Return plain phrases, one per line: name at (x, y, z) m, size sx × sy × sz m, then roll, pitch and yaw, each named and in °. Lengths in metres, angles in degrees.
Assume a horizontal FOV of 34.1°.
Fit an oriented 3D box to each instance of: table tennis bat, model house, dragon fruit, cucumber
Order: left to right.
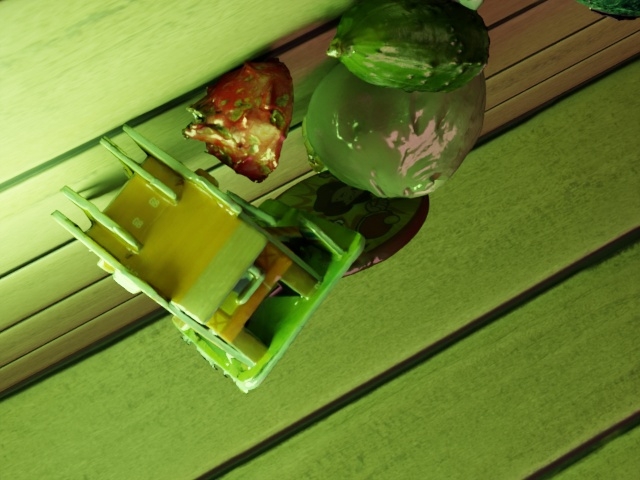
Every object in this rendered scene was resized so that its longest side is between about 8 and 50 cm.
model house at (-0.175, -0.027, 1.311) m, size 0.242 × 0.313 × 0.357 m, roll -50°, pitch -155°, yaw -6°
dragon fruit at (-0.104, -0.151, 1.217) m, size 0.111 × 0.153 × 0.153 m, roll 11°, pitch 154°, yaw -25°
table tennis bat at (0.000, 0.000, 1.548) m, size 0.268 × 0.051 × 0.415 m, roll 9°, pitch -140°, yaw 35°
cucumber at (0.089, -0.236, 1.251) m, size 0.134 × 0.134 × 0.244 m, roll -34°, pitch 168°, yaw 38°

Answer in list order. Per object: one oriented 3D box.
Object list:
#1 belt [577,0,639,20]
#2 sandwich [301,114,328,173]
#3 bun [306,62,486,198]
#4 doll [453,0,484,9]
belt at (0.282, -0.325, 1.005) m, size 0.267 × 0.206 × 0.116 m, roll -7°, pitch 160°, yaw -34°
sandwich at (0.088, -0.193, 1.747) m, size 0.249 × 0.095 × 0.273 m, roll -29°, pitch 173°, yaw -2°
bun at (0.125, -0.159, 1.486) m, size 0.283 × 0.179 × 0.283 m, roll -20°, pitch 148°, yaw -13°
doll at (0.188, -0.323, 1.254) m, size 0.094 × 0.079 × 0.180 m, roll -6°, pitch -161°, yaw 24°
